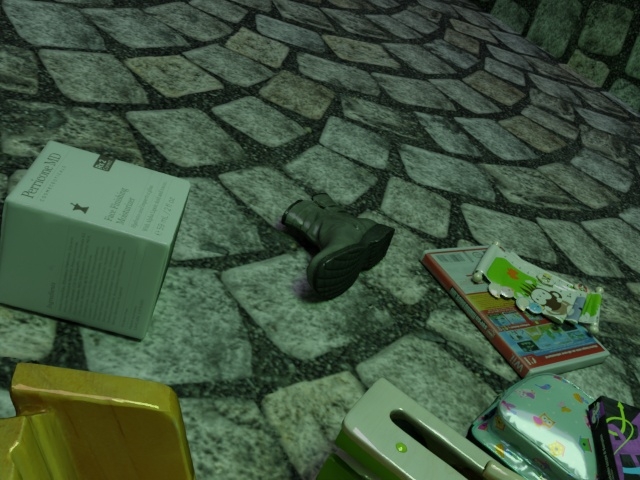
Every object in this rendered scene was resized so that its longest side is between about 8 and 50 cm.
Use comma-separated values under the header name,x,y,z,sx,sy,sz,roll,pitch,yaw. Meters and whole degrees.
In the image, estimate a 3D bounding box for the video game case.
name,x,y,z,sx,sy,sz,roll,pitch,yaw
video game case,0.322,0.109,1.195,0.204,0.025,0.285,-3,40,-35

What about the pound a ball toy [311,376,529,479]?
name,x,y,z,sx,sy,sz,roll,pitch,yaw
pound a ball toy,0.170,0.257,0.713,0.319,0.208,0.135,34,34,17

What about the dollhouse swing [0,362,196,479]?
name,x,y,z,sx,sy,sz,roll,pitch,yaw
dollhouse swing,-0.048,0.286,0.482,0.304,0.315,0.347,-5,37,-6

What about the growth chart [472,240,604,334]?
name,x,y,z,sx,sy,sz,roll,pitch,yaw
growth chart,0.379,0.082,1.228,0.237,0.021,0.172,26,33,5

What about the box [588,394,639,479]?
name,x,y,z,sx,sy,sz,roll,pitch,yaw
box,0.354,0.253,0.755,0.116,0.029,0.162,20,42,-9

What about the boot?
name,x,y,z,sx,sy,sz,roll,pitch,yaw
boot,0.000,0.000,1.120,0.161,0.083,0.246,27,26,20

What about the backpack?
name,x,y,z,sx,sy,sz,roll,pitch,yaw
backpack,0.272,0.246,0.856,0.166,0.144,0.188,35,32,25

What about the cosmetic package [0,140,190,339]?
name,x,y,z,sx,sy,sz,roll,pitch,yaw
cosmetic package,-0.273,-0.002,0.865,0.183,0.151,0.151,16,32,-10
